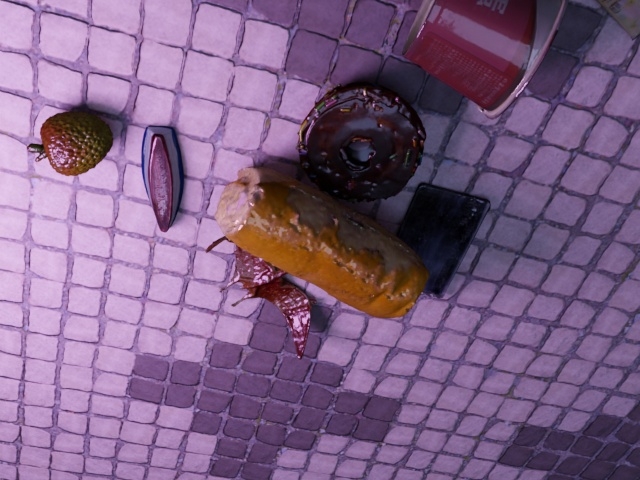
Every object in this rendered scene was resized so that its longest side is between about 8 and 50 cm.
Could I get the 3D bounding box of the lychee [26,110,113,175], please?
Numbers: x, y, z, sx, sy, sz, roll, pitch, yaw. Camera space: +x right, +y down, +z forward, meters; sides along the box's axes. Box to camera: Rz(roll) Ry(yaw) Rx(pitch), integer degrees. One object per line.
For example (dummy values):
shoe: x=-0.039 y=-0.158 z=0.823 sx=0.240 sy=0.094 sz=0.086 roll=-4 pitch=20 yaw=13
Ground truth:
lychee: x=-0.445 y=-0.174 z=1.179 sx=0.147 sy=0.114 sz=0.114 roll=-21 pitch=125 yaw=-10

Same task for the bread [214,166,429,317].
bread: x=0.000 y=0.000 z=1.218 sx=0.375 sy=0.236 sz=0.165 roll=29 pitch=88 yaw=-20

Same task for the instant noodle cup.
instant noodle cup: x=0.245 y=-0.331 z=1.024 sx=0.179 sy=0.234 sz=0.234 roll=23 pitch=121 yaw=-6

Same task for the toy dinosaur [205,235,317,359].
toy dinosaur: x=-0.112 y=0.108 z=1.380 sx=0.207 sy=0.113 sz=0.327 roll=-2 pitch=126 yaw=0

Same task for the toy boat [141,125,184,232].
toy boat: x=-0.304 y=-0.108 z=1.268 sx=0.080 sy=0.046 sz=0.228 roll=2 pitch=123 yaw=-6

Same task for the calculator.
calculator: x=0.232 y=0.004 z=1.369 sx=0.161 sy=0.021 sz=0.261 roll=15 pitch=123 yaw=-11

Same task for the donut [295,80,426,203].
donut: x=0.071 y=-0.180 z=1.196 sx=0.235 sy=0.089 sz=0.235 roll=-1 pitch=125 yaw=-2

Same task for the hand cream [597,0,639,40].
hand cream: x=0.499 y=-0.392 z=1.093 sx=0.143 sy=0.039 sz=0.061 roll=26 pitch=118 yaw=-23
